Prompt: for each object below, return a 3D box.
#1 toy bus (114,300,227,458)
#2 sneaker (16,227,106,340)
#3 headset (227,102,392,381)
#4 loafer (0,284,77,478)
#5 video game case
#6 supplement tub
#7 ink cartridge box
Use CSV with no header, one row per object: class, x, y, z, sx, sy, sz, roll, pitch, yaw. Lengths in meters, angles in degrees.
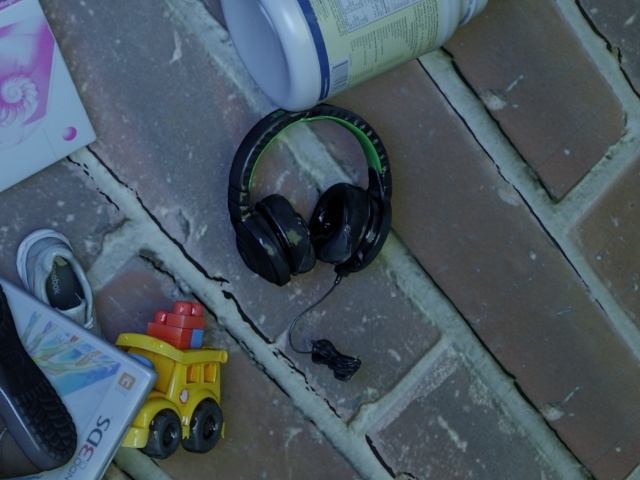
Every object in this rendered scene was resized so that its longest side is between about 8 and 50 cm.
toy bus,-0.227,0.187,1.709,0.220,0.149,0.211,6,94,-62
sneaker,-0.346,0.118,1.691,0.099,0.121,0.262,-24,109,-19
headset,0.000,0.000,1.789,0.243,0.185,0.394,-9,109,-22
loafer,-0.451,0.146,1.538,0.130,0.134,0.366,-34,80,16
video game case,-0.421,0.222,1.612,0.329,0.036,0.300,29,90,12
supplement tub,0.049,-0.343,1.719,0.325,0.235,0.235,-27,110,-18
ink cartridge box,-0.483,-0.188,1.543,0.324,0.071,0.330,-31,134,-15
